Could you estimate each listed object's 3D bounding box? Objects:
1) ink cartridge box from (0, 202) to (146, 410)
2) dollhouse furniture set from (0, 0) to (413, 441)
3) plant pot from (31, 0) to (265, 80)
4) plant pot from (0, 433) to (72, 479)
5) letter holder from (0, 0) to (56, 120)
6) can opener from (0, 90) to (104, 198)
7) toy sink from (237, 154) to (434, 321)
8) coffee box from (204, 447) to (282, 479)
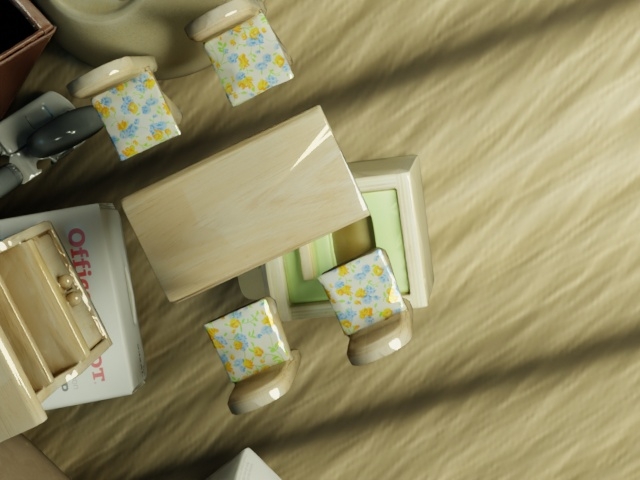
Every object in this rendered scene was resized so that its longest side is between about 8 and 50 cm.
[{"bbox_3d":[-0.374,0.089,1.358,0.307,0.129,0.223,-10,91,-2],"label":"ink cartridge box"},{"bbox_3d":[-0.155,0.010,1.135,0.394,0.256,0.362,-25,97,9],"label":"dollhouse furniture set"},{"bbox_3d":[-0.206,-0.302,1.248,0.284,0.191,0.284,2,104,9],"label":"plant pot"},{"bbox_3d":[-0.401,0.338,1.434,0.263,0.263,0.229,-40,78,16],"label":"plant pot"},{"bbox_3d":[-0.449,-0.153,1.248,0.152,0.214,0.302,47,141,-4],"label":"letter holder"},{"bbox_3d":[-0.362,-0.085,1.305,0.074,0.280,0.093,54,145,-8],"label":"can opener"},{"bbox_3d":[0.000,0.000,1.319,0.234,0.131,0.153,-5,102,11],"label":"toy sink"},{"bbox_3d":[-0.112,0.517,1.349,0.338,0.337,0.334,-40,101,16],"label":"coffee box"}]
